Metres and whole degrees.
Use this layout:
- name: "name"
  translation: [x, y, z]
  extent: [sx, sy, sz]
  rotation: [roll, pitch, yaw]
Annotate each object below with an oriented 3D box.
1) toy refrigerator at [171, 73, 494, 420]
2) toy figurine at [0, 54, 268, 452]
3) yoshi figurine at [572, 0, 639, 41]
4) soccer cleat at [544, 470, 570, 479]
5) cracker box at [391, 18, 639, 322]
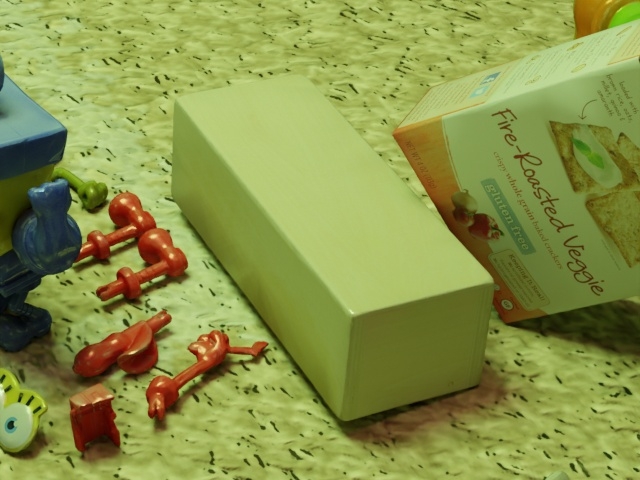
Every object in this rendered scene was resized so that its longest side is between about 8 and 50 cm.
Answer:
- name: "toy refrigerator"
  translation: [0.000, 0.000, 1.297]
  extent: [0.102, 0.094, 0.269]
  rotation: [-13, 39, -24]
- name: "toy figurine"
  translation: [-0.201, -0.057, 1.279]
  extent: [0.191, 0.217, 0.362]
  rotation: [-23, 43, -24]
- name: "yoshi figurine"
  translation: [0.322, -0.085, 1.351]
  extent: [0.203, 0.203, 0.362]
  rotation: [27, 7, -27]
- name: "soccer cleat"
  translation: [0.256, 0.166, 0.967]
  extent: [0.331, 0.143, 0.116]
  rotation: [-6, 6, 14]
- name: "cracker box"
  translation: [0.179, -0.045, 1.210]
  extent: [0.232, 0.155, 0.067]
  rotation: [-16, 24, 41]
